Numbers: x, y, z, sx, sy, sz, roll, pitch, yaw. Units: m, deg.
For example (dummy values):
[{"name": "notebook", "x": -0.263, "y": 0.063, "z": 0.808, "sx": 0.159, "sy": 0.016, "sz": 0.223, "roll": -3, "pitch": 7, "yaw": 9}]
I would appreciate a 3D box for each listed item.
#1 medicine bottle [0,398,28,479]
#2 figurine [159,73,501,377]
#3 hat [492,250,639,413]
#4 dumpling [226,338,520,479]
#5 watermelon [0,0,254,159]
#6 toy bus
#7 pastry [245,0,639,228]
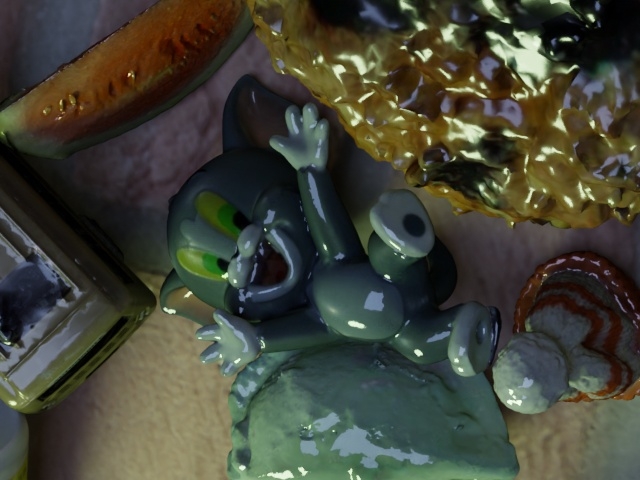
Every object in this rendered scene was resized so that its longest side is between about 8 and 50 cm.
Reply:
[{"name": "medicine bottle", "x": -0.292, "y": 0.236, "z": 1.443, "sx": 0.143, "sy": 0.143, "sz": 0.258, "roll": 16, "pitch": 121, "yaw": 13}, {"name": "figurine", "x": 0.005, "y": 0.000, "z": 1.319, "sx": 0.265, "sy": 0.140, "sz": 0.193, "roll": 13, "pitch": 104, "yaw": 17}, {"name": "hat", "x": 0.162, "y": 0.073, "z": 1.281, "sx": 0.093, "sy": 0.162, "sz": 0.112, "roll": -33, "pitch": 88, "yaw": 21}, {"name": "dumpling", "x": 0.036, "y": 0.117, "z": 1.357, "sx": 0.217, "sy": 0.105, "sz": 0.149, "roll": 4, "pitch": 103, "yaw": 16}, {"name": "watermelon", "x": -0.124, "y": -0.131, "z": 1.340, "sx": 0.245, "sy": 0.119, "sz": 0.063, "roll": -32, "pitch": 81, "yaw": -2}, {"name": "toy bus", "x": -0.260, "y": -0.016, "z": 1.370, "sx": 0.139, "sy": 0.157, "sz": 0.289, "roll": -43, "pitch": 87, "yaw": -2}, {"name": "pastry", "x": 0.144, "y": -0.184, "z": 1.160, "sx": 0.405, "sy": 0.292, "sz": 0.337, "roll": -29, "pitch": 93, "yaw": 25}]
